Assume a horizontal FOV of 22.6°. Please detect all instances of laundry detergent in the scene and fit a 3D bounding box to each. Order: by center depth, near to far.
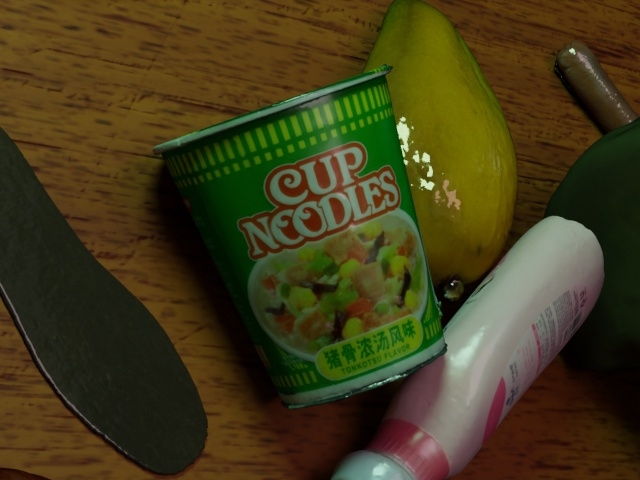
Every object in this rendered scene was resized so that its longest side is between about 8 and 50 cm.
[{"bbox_3d":[0.128,0.120,1.371,0.088,0.159,0.335,30,53,20],"label":"laundry detergent"}]

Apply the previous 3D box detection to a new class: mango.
[{"bbox_3d":[0.098,-0.087,1.444,0.176,0.119,0.317,20,53,-30],"label":"mango"}]

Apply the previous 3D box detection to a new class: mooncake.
[{"bbox_3d":[0.379,0.020,1.464,0.187,0.351,0.351,-27,91,-38],"label":"mooncake"}]

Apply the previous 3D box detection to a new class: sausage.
[{"bbox_3d":[0.309,-0.138,1.681,0.177,0.040,0.047,46,44,-17],"label":"sausage"}]

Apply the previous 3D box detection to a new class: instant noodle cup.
[{"bbox_3d":[0.000,0.000,1.285,0.207,0.207,0.233,-25,97,-42],"label":"instant noodle cup"}]

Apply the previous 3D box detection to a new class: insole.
[{"bbox_3d":[-0.193,0.043,1.219,0.328,0.007,0.111,56,47,-8],"label":"insole"}]

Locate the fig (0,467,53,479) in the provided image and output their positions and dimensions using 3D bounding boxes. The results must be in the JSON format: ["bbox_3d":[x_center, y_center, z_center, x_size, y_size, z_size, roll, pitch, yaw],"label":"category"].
[{"bbox_3d":[-0.203,0.249,1.025,0.205,0.205,0.205,16,64,-35],"label":"fig"}]
